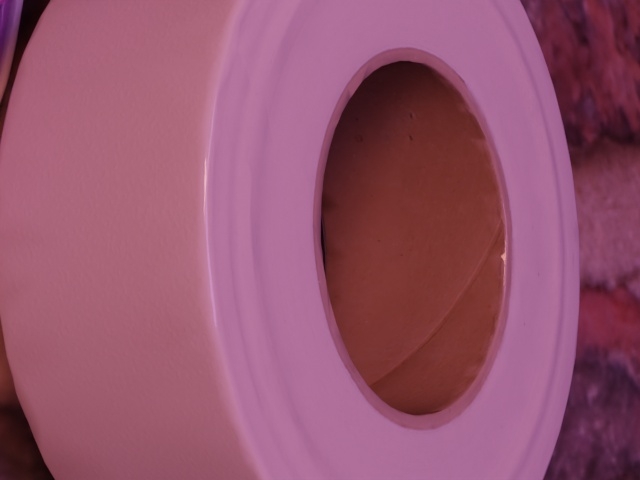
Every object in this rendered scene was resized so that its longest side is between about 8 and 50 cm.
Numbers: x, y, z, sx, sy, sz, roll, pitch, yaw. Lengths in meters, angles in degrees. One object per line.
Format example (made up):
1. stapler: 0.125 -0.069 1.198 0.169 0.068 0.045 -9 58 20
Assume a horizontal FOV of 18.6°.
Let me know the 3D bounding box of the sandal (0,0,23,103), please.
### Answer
1. sandal: -0.134 -0.167 0.695 0.169 0.102 0.416 36 56 -38

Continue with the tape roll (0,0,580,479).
1. tape roll: 0.000 0.000 0.782 0.286 0.100 0.286 8 80 -55
